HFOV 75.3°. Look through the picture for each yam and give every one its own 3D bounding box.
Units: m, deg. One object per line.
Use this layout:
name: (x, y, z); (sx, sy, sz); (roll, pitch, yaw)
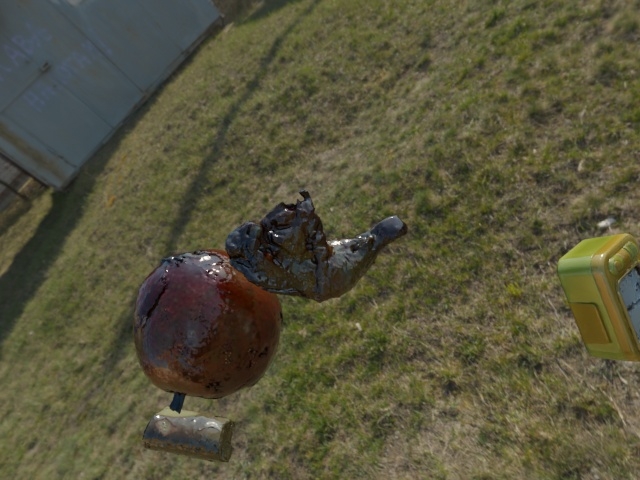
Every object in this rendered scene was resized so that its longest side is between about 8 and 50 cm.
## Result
yam: (-0.368, 0.555, 1.186); (0.238, 0.128, 0.129); (9, 33, 7)

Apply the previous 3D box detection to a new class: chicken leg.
chicken leg: (0.000, 0.013, 0.711); (0.083, 0.322, 0.178); (-157, 80, -67)

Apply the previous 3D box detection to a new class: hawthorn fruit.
hawthorn fruit: (-0.213, 0.165, 0.827); (0.315, 0.316, 0.316); (-24, 41, 23)

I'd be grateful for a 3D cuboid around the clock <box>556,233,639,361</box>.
clock: (0.529, 0.102, 0.752); (0.143, 0.202, 0.096); (-26, 6, -32)
